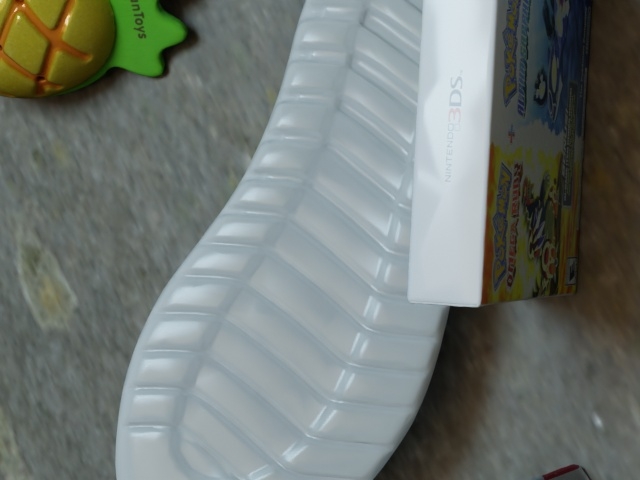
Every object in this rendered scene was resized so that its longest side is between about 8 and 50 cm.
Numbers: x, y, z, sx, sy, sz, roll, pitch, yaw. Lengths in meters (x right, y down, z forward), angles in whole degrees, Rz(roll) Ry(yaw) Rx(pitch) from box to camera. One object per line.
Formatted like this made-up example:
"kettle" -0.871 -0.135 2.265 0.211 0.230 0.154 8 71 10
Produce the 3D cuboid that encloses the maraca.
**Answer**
"maraca" -0.182 -0.153 1.109 0.185 0.099 0.127 -2 129 13

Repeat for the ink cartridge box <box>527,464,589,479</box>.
"ink cartridge box" 0.089 0.230 0.961 0.176 0.128 0.127 -34 76 23

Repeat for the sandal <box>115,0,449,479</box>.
"sandal" 0.014 0.007 1.021 0.169 0.102 0.416 24 88 9

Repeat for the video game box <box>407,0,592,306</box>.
"video game box" 0.104 -0.068 0.921 0.048 0.187 0.205 4 92 26
